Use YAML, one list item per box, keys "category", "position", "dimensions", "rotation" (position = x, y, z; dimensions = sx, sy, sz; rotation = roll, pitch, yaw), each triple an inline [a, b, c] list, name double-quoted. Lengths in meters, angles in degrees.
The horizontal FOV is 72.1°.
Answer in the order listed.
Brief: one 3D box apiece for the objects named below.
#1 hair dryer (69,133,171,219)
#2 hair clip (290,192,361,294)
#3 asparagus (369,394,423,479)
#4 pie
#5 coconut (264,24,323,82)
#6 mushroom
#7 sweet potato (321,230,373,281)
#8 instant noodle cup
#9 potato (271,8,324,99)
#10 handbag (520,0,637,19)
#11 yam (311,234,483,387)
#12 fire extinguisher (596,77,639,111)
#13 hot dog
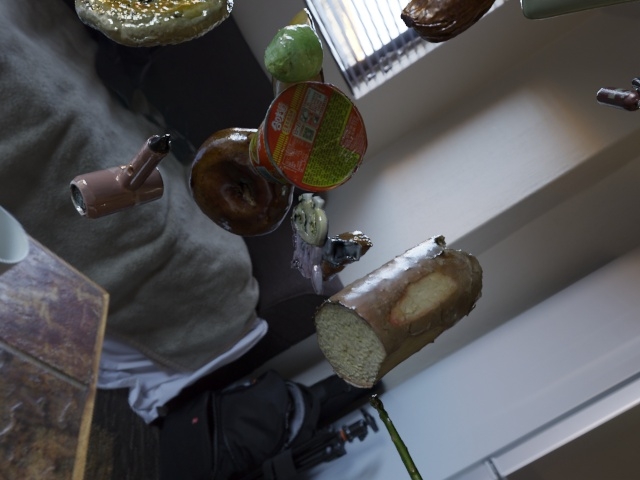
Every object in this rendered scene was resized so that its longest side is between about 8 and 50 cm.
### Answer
- category: "hair dryer"
  position: [-0.412, -0.156, 0.959]
  dimensions: [0.189, 0.344, 0.106]
  rotation: [-26, 91, -42]
- category: "hair clip"
  position: [-0.007, 0.001, 0.712]
  dimensions: [0.187, 0.056, 0.146]
  rotation: [24, -66, 56]
- category: "asparagus"
  position: [0.099, 0.259, 0.569]
  dimensions: [0.127, 0.015, 0.018]
  rotation: [60, 6, 19]
- category: "pie"
  position: [-0.352, -0.521, 0.945]
  dimensions: [0.077, 0.339, 0.339]
  rotation: [99, -29, -47]
- category: "coconut"
  position: [-0.038, -0.286, 0.677]
  dimensions: [0.096, 0.088, 0.087]
  rotation: [-36, 94, -41]
- category: "mushroom"
  position: [-0.186, -0.139, 1.068]
  dimensions: [0.267, 0.267, 0.254]
  rotation: [55, -1, -14]
- category: "sweet potato"
  position: [0.036, 0.028, 0.861]
  dimensions: [0.068, 0.068, 0.226]
  rotation: [58, -33, 9]
- category: "instant noodle cup"
  position: [-0.045, -0.179, 0.837]
  dimensions: [0.193, 0.193, 0.212]
  rotation: [55, -17, -16]
- category: "potato"
  position: [-0.060, -0.392, 1.042]
  dimensions: [0.299, 0.116, 0.239]
  rotation: [91, -10, -72]
- category: "handbag"
  position: [0.483, -0.527, 0.779]
  dimensions: [0.079, 0.256, 0.219]
  rotation: [-51, 136, -51]
- category: "yam"
  position: [0.115, 0.089, 0.606]
  dimensions: [0.128, 0.238, 0.129]
  rotation: [62, -33, 4]
- category: "fire extinguisher"
  position: [0.395, -0.183, 0.552]
  dimensions: [0.100, 0.046, 0.032]
  rotation: [-83, 160, -66]
- category: "hot dog"
  position: [0.319, -0.590, 1.019]
  dimensions: [0.122, 0.272, 0.196]
  rotation: [29, 20, -39]
